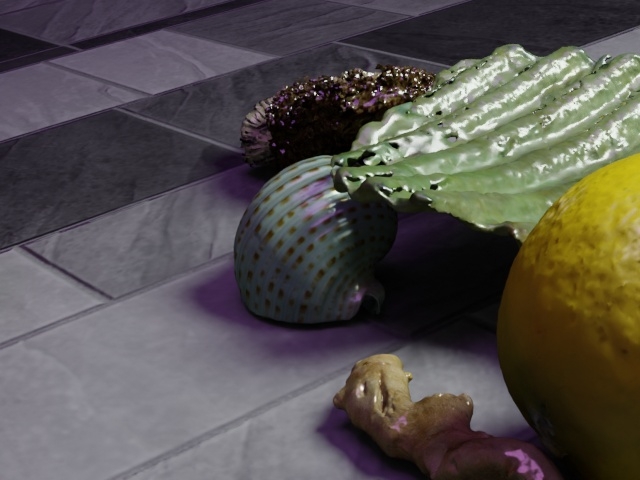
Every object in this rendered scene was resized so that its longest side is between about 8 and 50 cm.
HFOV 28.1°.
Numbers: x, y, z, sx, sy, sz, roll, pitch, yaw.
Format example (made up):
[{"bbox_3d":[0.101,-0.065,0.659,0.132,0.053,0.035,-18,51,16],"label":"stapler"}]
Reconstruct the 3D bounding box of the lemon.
[{"bbox_3d":[0.229,0.069,0.882,0.219,0.240,0.240,-32,31,-20],"label":"lemon"}]

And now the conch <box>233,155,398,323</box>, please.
[{"bbox_3d":[-0.002,-0.011,1.257,0.172,0.131,0.200,-13,23,-16],"label":"conch"}]

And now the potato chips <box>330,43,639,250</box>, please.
[{"bbox_3d":[0.216,-0.069,1.206,0.373,0.097,0.389,25,39,16],"label":"potato chips"}]

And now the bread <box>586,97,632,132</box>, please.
[{"bbox_3d":[0.368,-0.150,1.573,0.188,0.065,0.149,-13,19,-9],"label":"bread"}]

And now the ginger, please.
[{"bbox_3d":[0.099,0.149,0.947,0.089,0.075,0.288,-13,19,-27],"label":"ginger"}]

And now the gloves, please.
[{"bbox_3d":[0.036,-0.134,1.522,0.210,0.135,0.312,8,-3,-18],"label":"gloves"}]
